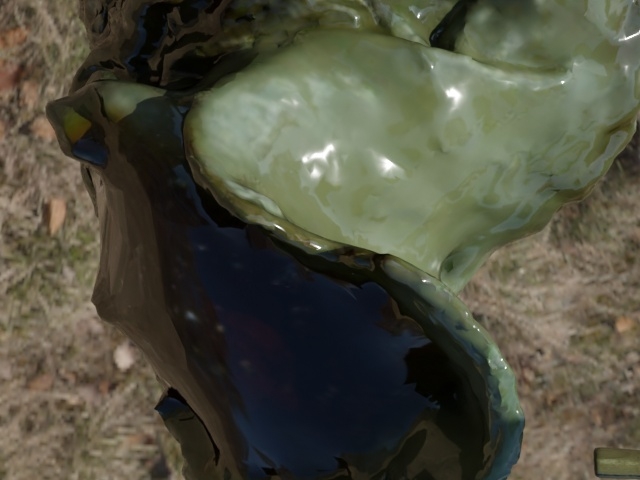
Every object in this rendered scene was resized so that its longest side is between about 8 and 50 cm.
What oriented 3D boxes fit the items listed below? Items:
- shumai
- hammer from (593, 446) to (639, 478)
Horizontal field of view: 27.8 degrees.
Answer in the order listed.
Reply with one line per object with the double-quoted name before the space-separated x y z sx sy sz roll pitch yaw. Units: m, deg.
"shumai" 0.000 0.000 0.636 0.292 0.288 0.330 2 168 -24
"hammer" 0.230 0.107 0.610 0.199 0.062 0.013 1 120 12
